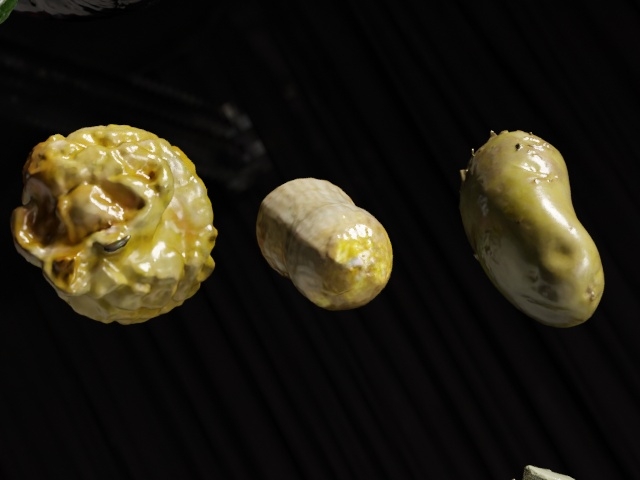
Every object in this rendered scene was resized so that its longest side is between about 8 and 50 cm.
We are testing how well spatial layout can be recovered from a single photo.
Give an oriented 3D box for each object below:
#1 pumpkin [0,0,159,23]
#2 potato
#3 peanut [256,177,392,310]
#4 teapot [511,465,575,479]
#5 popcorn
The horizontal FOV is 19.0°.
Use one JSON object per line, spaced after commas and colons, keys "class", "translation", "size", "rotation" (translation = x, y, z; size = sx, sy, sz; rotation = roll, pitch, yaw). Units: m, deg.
{"class": "pumpkin", "translation": [-0.191, -0.217, 1.204], "size": [0.248, 0.248, 0.248], "rotation": [-24, -20, -9]}
{"class": "potato", "translation": [0.129, -0.007, 1.199], "size": [0.070, 0.138, 0.092], "rotation": [-9, -40, -10]}
{"class": "peanut", "translation": [0.000, 0.000, 1.539], "size": [0.087, 0.087, 0.206], "rotation": [-25, 17, -8]}
{"class": "teapot", "translation": [0.204, 0.256, 1.798], "size": [0.057, 0.067, 0.083], "rotation": [-28, -46, -84]}
{"class": "popcorn", "translation": [-0.174, -0.014, 1.593], "size": [0.180, 0.180, 0.170], "rotation": [-23, -6, -14]}
